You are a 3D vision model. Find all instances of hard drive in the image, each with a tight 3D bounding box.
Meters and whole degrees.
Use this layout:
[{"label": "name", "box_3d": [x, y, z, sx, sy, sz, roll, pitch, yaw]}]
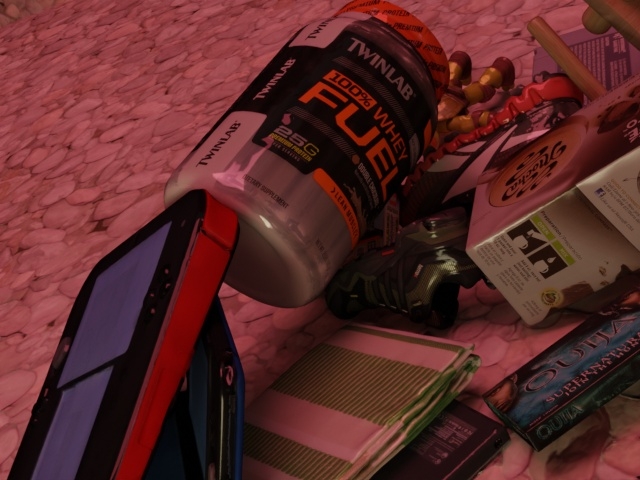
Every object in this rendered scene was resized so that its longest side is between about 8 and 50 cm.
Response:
[{"label": "hard drive", "box_3d": [0.098, 0.206, 1.001, 0.135, 0.022, 0.094, -38, 31, -19]}]

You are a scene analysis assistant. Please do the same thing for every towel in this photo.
[{"label": "towel", "box_3d": [-0.016, 0.203, 1.064, 0.325, 0.038, 0.248, -43, 24, -23]}]

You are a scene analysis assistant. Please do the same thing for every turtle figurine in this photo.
[{"label": "turtle figurine", "box_3d": [0.170, -0.188, 1.511, 0.269, 0.087, 0.217, 0, 39, 40]}]

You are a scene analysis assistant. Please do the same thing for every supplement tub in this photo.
[{"label": "supplement tub", "box_3d": [-0.004, -0.107, 1.210, 0.207, 0.207, 0.338, 6, 50, 45]}]

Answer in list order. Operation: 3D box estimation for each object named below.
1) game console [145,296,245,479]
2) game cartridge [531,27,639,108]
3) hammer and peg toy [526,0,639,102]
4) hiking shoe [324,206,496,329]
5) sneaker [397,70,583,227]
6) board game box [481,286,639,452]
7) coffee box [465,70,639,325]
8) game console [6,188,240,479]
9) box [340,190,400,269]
[{"label": "game console", "box_3d": [-0.178, 0.185, 1.044, 0.173, 0.250, 0.293, -1, 17, -13]}, {"label": "game cartridge", "box_3d": [0.377, -0.204, 1.407, 0.198, 0.062, 0.297, -10, 33, 20]}, {"label": "hammer and peg toy", "box_3d": [0.424, -0.248, 1.227, 0.361, 0.266, 0.127, -41, -8, -26]}, {"label": "hiking shoe", "box_3d": [0.091, 0.056, 1.175, 0.086, 0.114, 0.227, -18, -13, -42]}, {"label": "sneaker", "box_3d": [0.209, -0.077, 1.279, 0.276, 0.097, 0.135, -35, 56, 21]}, {"label": "board game box", "box_3d": [0.245, 0.112, 0.975, 0.186, 0.026, 0.126, -35, 11, -4]}, {"label": "coffee box", "box_3d": [0.303, -0.063, 1.072, 0.297, 0.119, 0.168, -33, 19, 30]}, {"label": "game console", "box_3d": [-0.223, 0.138, 1.096, 0.386, 0.060, 0.342, -29, 36, 56]}, {"label": "box", "box_3d": [0.000, 0.000, 1.337, 0.207, 0.036, 0.114, -6, 74, 33]}]
